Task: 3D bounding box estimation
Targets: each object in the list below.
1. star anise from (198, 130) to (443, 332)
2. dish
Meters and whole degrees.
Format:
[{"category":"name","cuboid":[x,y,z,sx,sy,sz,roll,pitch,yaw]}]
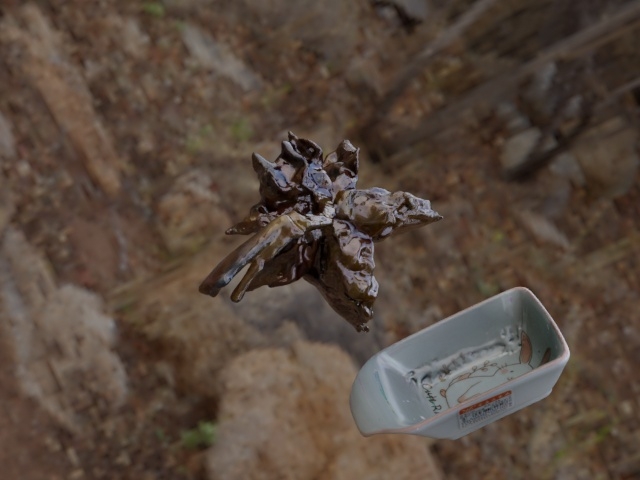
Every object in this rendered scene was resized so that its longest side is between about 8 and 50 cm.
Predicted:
[{"category":"star anise","cuboid":[-0.010,0.001,1.772,0.346,0.148,0.237,-18,99,-51]},{"category":"dish","cuboid":[0.146,0.151,1.763,0.154,0.234,0.064,-114,180,-59]}]
